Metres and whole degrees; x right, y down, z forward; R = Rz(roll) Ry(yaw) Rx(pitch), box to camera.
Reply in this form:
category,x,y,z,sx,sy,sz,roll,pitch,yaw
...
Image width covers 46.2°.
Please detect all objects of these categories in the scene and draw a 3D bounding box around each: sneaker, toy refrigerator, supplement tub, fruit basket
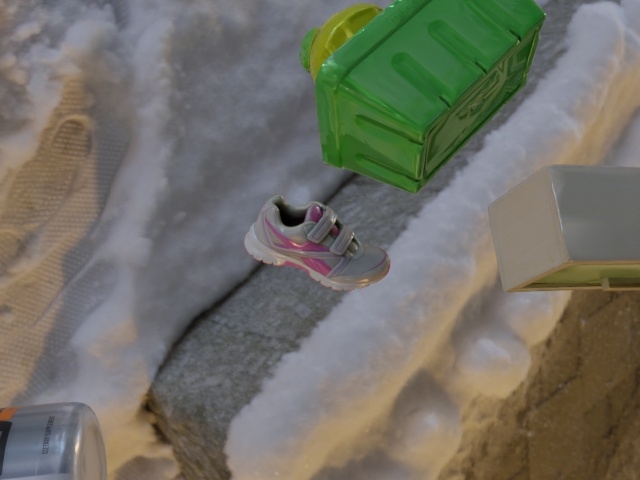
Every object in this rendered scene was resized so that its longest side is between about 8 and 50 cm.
category,x,y,z,sx,sy,sz,roll,pitch,yaw
sneaker,0.000,0.000,1.257,0.103,0.252,0.111,-75,-178,-51
toy refrigerator,0.301,-0.004,0.684,0.269,0.102,0.094,-1,72,-20
supplement tub,-0.391,0.275,0.768,0.316,0.193,0.194,-4,100,-8
fruit basket,0.107,-0.294,1.190,0.392,0.392,0.283,-56,162,-22
